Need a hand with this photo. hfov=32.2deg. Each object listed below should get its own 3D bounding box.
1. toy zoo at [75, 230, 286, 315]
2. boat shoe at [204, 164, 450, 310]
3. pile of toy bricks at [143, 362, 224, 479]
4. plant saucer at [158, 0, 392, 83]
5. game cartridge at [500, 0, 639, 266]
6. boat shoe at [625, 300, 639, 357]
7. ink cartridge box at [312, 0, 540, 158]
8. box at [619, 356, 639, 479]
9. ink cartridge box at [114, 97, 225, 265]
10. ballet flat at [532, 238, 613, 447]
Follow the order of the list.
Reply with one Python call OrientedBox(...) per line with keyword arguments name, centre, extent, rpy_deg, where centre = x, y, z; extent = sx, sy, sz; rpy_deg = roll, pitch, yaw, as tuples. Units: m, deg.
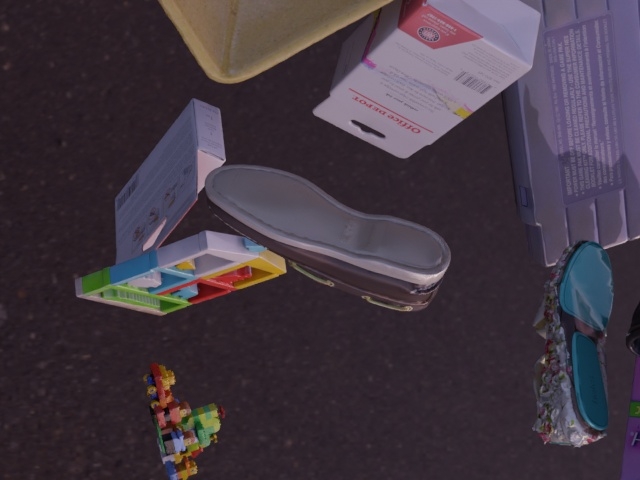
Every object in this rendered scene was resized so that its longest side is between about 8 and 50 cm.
OrientedBox(name="toy zoo", centre=(-0.186, 0.046, 1.619), extent=(0.192, 0.293, 0.030), rpy_deg=(21, 56, -56))
OrientedBox(name="boat shoe", centre=(0.000, 0.000, 1.408), extent=(0.097, 0.324, 0.117), rpy_deg=(105, 7, -46))
OrientedBox(name="pile of toy bricks", centre=(-0.196, 0.280, 1.685), extent=(0.105, 0.118, 0.212), rpy_deg=(-16, 130, -14))
OrientedBox(name="plant saucer", centre=(-0.019, -0.330, 0.831), extent=(0.333, 0.332, 0.081), rpy_deg=(57, 11, -34))
OrientedBox(name="game cartridge", centre=(0.317, -0.161, 1.250), extent=(0.230, 0.068, 0.355), rpy_deg=(-15, 115, -6))
OrientedBox(name="boat shoe", centre=(0.291, 0.074, 0.782), extent=(0.080, 0.228, 0.076), rpy_deg=(34, 84, -21))
OrientedBox(name="ink cartridge box", centre=(0.088, -0.158, 0.995), extent=(0.115, 0.198, 0.067), rpy_deg=(26, 58, -20))
OrientedBox(name="box", centre=(0.418, 0.163, 1.108), extent=(0.213, 0.117, 0.243), rpy_deg=(19, 76, -40))
OrientedBox(name="ink cartridge box", centre=(-0.274, -0.066, 1.979), extent=(0.066, 0.296, 0.261), rpy_deg=(22, 40, -30))
OrientedBox(name="ballet flat", centre=(0.253, 0.105, 1.147), extent=(0.091, 0.077, 0.241), rpy_deg=(33, 49, -23))
